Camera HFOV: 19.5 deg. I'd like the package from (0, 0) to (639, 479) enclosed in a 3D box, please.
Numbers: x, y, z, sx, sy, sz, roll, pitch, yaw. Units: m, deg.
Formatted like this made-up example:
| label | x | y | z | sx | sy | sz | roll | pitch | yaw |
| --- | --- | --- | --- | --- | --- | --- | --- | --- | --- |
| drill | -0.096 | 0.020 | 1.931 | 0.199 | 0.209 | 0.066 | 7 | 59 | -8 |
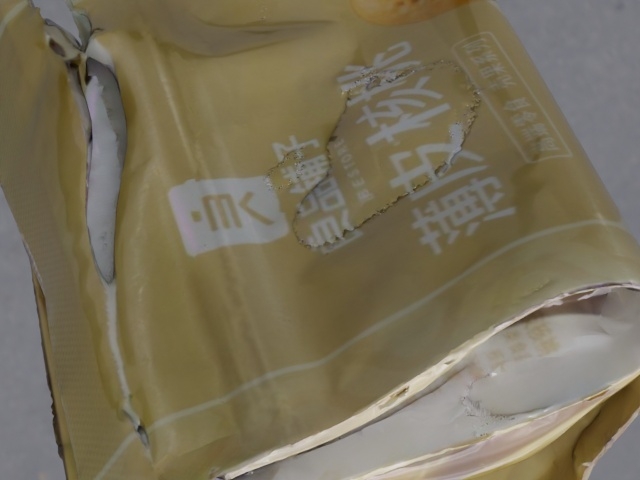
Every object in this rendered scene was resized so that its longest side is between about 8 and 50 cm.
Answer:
| label | x | y | z | sx | sy | sz | roll | pitch | yaw |
| --- | --- | --- | --- | --- | --- | --- | --- | --- | --- |
| package | -0.030 | -0.006 | 0.703 | 0.165 | 0.311 | 0.221 | 19 | 119 | -27 |
